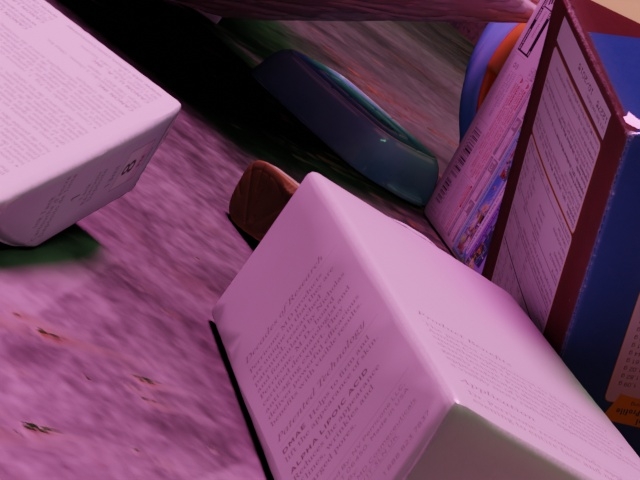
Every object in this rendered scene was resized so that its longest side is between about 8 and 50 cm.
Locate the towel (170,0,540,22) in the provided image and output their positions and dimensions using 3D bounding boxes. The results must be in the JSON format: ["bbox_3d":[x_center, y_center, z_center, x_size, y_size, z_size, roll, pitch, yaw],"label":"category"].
[{"bbox_3d":[-0.037,-0.210,1.319,0.317,0.053,0.332,4,-4,27],"label":"towel"}]

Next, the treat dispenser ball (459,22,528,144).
[{"bbox_3d":[0.254,-0.095,1.482,0.288,0.288,0.288,34,11,-8],"label":"treat dispenser ball"}]

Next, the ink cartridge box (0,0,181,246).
[{"bbox_3d":[-0.185,-0.062,0.699,0.189,0.066,0.232,38,32,9],"label":"ink cartridge box"}]

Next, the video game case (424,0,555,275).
[{"bbox_3d":[0.153,-0.073,1.283,0.023,0.212,0.193,24,14,-20],"label":"video game case"}]

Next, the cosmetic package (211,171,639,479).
[{"bbox_3d":[0.041,0.068,0.702,0.117,0.085,0.231,32,10,-20],"label":"cosmetic package"}]

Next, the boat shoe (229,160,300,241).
[{"bbox_3d":[0.000,0.000,0.941,0.045,0.050,0.135,22,17,-34],"label":"boat shoe"}]

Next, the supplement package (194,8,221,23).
[{"bbox_3d":[-0.150,-0.314,1.583,0.244,0.134,0.139,34,11,-10],"label":"supplement package"}]

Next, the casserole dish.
[{"bbox_3d":[0.024,-0.093,1.443,0.114,0.037,0.188,21,19,-51],"label":"casserole dish"}]

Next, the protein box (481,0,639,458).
[{"bbox_3d":[0.189,0.016,0.829,0.200,0.201,0.136,6,33,-10],"label":"protein box"}]
